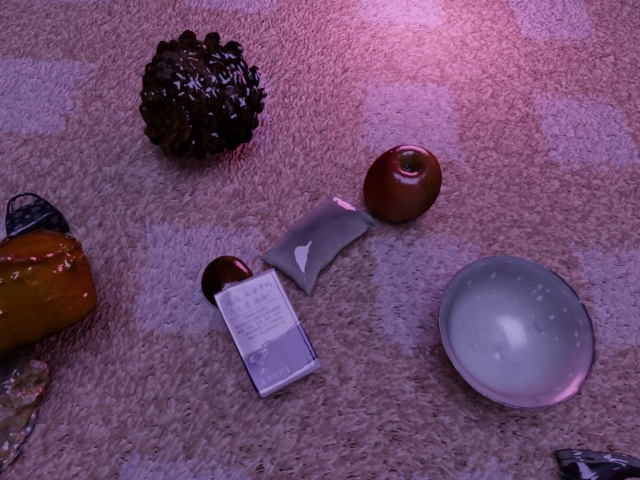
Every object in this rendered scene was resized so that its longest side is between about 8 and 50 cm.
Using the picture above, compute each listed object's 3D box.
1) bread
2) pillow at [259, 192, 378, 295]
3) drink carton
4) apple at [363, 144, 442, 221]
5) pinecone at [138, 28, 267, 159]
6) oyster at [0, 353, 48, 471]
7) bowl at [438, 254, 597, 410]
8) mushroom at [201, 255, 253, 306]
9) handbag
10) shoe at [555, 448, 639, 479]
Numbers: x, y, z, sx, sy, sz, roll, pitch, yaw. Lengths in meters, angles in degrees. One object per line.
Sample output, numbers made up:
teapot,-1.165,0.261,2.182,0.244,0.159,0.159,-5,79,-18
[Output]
bread,-0.596,0.113,0.879,0.358,0.337,0.204,-24,97,-27
pillow,0.000,0.001,1.122,0.144,0.078,0.254,41,67,14
drink carton,-0.110,0.184,0.985,0.134,0.102,0.222,-25,81,-14
apple,0.191,-0.135,1.160,0.181,0.168,0.180,0,66,1
pinecone,-0.276,-0.343,1.178,0.296,0.242,0.298,-7,95,-24
oyster,-0.655,0.331,0.878,0.351,0.114,0.238,-35,71,-20
bowl,0.379,0.200,1.017,0.314,0.146,0.313,2,62,-3
mushroom,-0.203,0.090,1.076,0.123,0.052,0.123,3,64,-6
handbag,-0.655,-0.059,1.102,0.115,0.072,0.139,-35,67,-18
shoe,0.543,0.458,0.947,0.169,0.071,0.099,6,66,3
